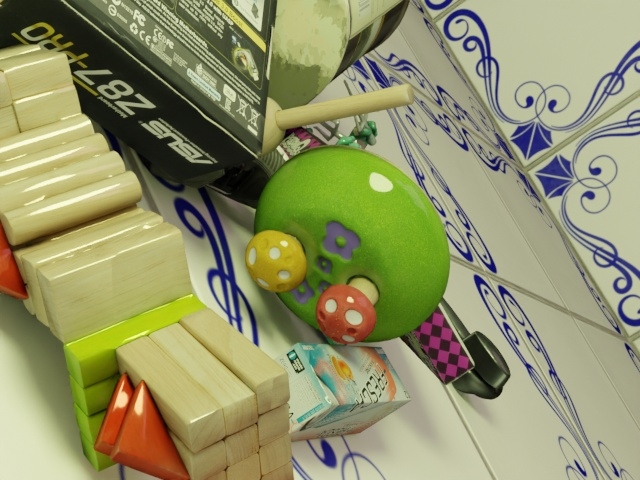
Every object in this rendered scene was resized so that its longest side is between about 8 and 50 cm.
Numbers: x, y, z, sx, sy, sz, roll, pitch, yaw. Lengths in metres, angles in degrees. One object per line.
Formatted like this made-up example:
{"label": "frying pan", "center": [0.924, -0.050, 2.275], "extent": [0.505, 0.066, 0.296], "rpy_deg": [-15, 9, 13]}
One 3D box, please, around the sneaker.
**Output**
{"label": "sneaker", "center": [-0.107, -0.080, 1.047], "extent": [0.234, 0.078, 0.106], "rpy_deg": [40, 26, -32]}

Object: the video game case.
{"label": "video game case", "center": [0.047, 0.009, 1.167], "extent": [0.232, 0.042, 0.210], "rpy_deg": [58, -5, -27]}

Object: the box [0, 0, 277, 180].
{"label": "box", "center": [-0.176, -0.272, 0.867], "extent": [0.395, 0.097, 0.318], "rpy_deg": [36, 50, -46]}

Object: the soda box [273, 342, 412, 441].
{"label": "soda box", "center": [0.010, 0.126, 0.986], "extent": [0.058, 0.063, 0.183], "rpy_deg": [60, 18, 17]}

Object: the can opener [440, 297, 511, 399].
{"label": "can opener", "center": [0.161, 0.113, 1.427], "extent": [0.059, 0.073, 0.186], "rpy_deg": [13, 35, -54]}

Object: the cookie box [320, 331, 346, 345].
{"label": "cookie box", "center": [0.008, 0.048, 1.162], "extent": [0.107, 0.040, 0.092], "rpy_deg": [56, 14, 2]}

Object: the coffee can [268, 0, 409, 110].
{"label": "coffee can", "center": [-0.031, -0.259, 1.246], "extent": [0.201, 0.201, 0.275], "rpy_deg": [53, 26, -6]}

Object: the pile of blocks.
{"label": "pile of blocks", "center": [-0.153, 0.030, 0.711], "extent": [0.113, 0.149, 0.362], "rpy_deg": [-21, 60, -29]}

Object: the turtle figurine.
{"label": "turtle figurine", "center": [0.034, -0.077, 1.336], "extent": [0.234, 0.118, 0.175], "rpy_deg": [43, 22, -12]}

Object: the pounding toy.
{"label": "pounding toy", "center": [0.000, 0.000, 0.978], "extent": [0.110, 0.183, 0.237], "rpy_deg": [-44, 129, -51]}
